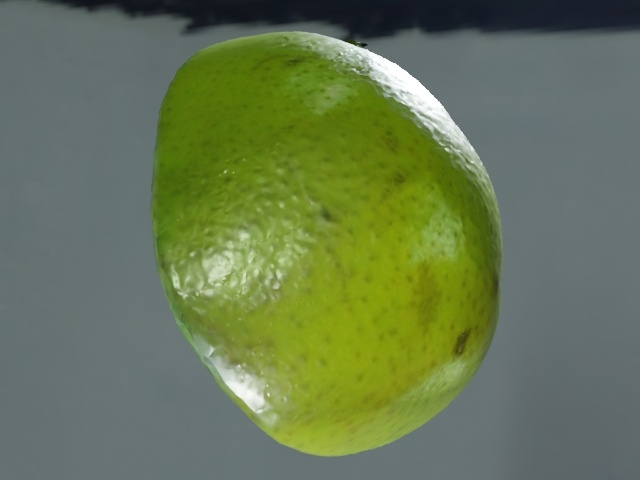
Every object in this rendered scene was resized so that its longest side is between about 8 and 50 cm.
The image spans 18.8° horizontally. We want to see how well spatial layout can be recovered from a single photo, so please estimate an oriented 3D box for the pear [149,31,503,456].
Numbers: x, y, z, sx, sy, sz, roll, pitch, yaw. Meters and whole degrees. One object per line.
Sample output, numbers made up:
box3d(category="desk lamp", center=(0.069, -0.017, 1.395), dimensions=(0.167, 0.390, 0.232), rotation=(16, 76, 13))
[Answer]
box3d(category="pear", center=(0.005, 0.002, 1.199), dimensions=(0.239, 0.139, 0.288), rotation=(-37, 100, -51))
